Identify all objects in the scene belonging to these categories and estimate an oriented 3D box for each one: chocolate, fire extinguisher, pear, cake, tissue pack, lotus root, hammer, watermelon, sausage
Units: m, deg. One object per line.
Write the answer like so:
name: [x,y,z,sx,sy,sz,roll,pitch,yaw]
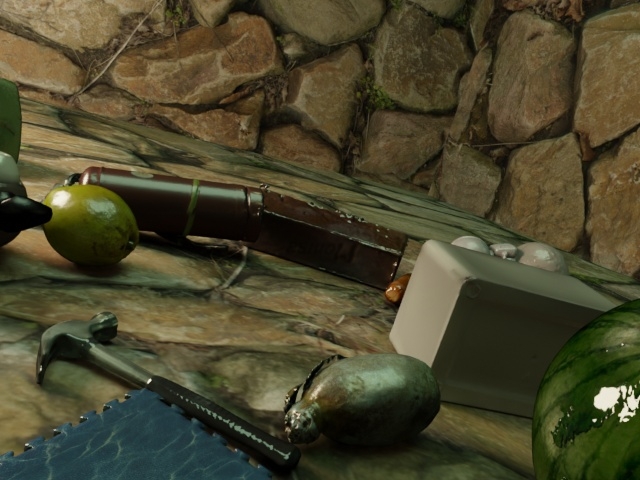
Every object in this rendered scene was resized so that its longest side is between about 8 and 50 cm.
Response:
chocolate: [0.000,0.000,1.017,0.321,0.112,0.112,19,22,3]
fire extinguisher: [-0.266,-0.048,0.856,0.341,0.105,0.142,5,44,-20]
pear: [-0.295,-0.018,0.688,0.131,0.107,0.107,33,14,5]
cake: [-0.719,-0.191,0.996,0.283,0.172,0.158,-14,-3,15]
tissue pack: [0.237,0.117,0.671,0.245,0.160,0.136,15,14,-13]
lotus root: [0.039,0.142,0.483,0.165,0.088,0.088,0,19,-25]
hammer: [-0.129,0.127,0.440,0.246,0.029,0.103,23,13,18]
watermelon: [0.269,0.155,0.362,0.242,0.243,0.242,16,12,-4]
sausage: [0.147,0.087,0.948,0.039,0.041,0.131,43,19,12]

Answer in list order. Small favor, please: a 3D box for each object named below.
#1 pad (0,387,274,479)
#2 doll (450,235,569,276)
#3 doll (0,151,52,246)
pad: [-0.080,0.182,0.248,0.268,0.012,0.269,26,15,18]
doll: [0.412,0.059,1.208,0.287,0.151,0.151,12,13,-9]
doll: [-0.427,-0.040,0.564,0.181,0.118,0.257,8,11,30]
